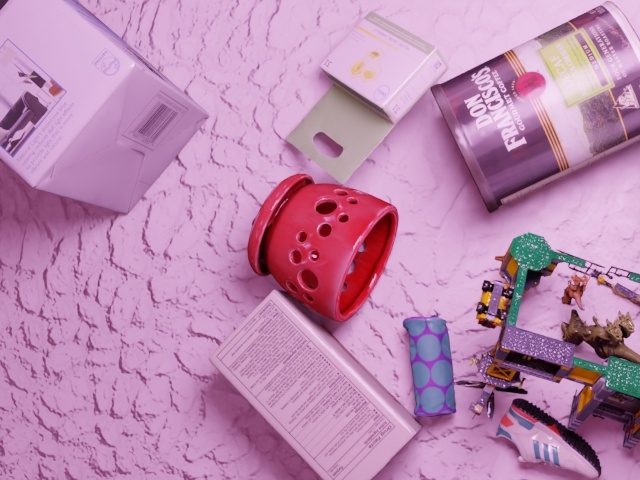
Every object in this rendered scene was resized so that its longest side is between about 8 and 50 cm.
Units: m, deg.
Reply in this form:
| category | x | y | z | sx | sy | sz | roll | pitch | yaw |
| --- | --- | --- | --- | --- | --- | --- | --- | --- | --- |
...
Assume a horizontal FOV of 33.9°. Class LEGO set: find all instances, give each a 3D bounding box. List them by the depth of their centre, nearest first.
| category | x | y | z | sx | sy | sz | roll | pitch | yaw |
| --- | --- | --- | --- | --- | --- | --- | --- | --- | --- |
| LEGO set | 0.365 | 0.152 | 1.500 | 0.331 | 0.192 | 0.255 | 11 | 59 | -1 |

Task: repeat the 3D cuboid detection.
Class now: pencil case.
| category | x | y | z | sx | sy | sz | roll | pitch | yaw |
| --- | --- | --- | --- | --- | --- | --- | --- | --- | --- |
| pencil case | 0.163 | 0.188 | 1.572 | 0.070 | 0.064 | 0.151 | -11 | 83 | 50 |

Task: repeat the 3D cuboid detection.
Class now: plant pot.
| category | x | y | z | sx | sy | sz | roll | pitch | yaw |
| --- | --- | --- | --- | --- | --- | --- | --- | --- | --- |
| plant pot | 0.000 | 0.000 | 1.557 | 0.174 | 0.191 | 0.191 | 28 | 92 | 17 |

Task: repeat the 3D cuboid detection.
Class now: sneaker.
| category | x | y | z | sx | sy | sz | roll | pitch | yaw |
| --- | --- | --- | --- | --- | --- | --- | --- | --- | --- |
| sneaker | 0.331 | 0.305 | 1.540 | 0.161 | 0.057 | 0.075 | 36 | 111 | 11 |

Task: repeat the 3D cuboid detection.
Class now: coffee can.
| category | x | y | z | sx | sy | sz | roll | pitch | yaw |
| --- | --- | --- | --- | --- | --- | --- | --- | --- | --- |
| coffee can | 0.322 | -0.188 | 1.494 | 0.275 | 0.201 | 0.201 | -26 | 81 | 9 |

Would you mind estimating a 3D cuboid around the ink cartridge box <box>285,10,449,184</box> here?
| category | x | y | z | sx | sy | sz | roll | pitch | yaw |
| --- | --- | --- | --- | --- | --- | --- | --- | --- | --- |
| ink cartridge box | 0.056 | -0.218 | 1.576 | 0.235 | 0.056 | 0.171 | -46 | 46 | -2 |

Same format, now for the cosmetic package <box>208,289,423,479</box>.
| category | x | y | z | sx | sy | sz | roll | pitch | yaw |
| --- | --- | --- | --- | --- | --- | --- | --- | --- | --- |
| cosmetic package | -0.005 | 0.228 | 1.573 | 0.153 | 0.129 | 0.296 | -45 | 78 | 5 |

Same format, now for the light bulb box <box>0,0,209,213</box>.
| category | x | y | z | sx | sy | sz | roll | pitch | yaw |
| --- | --- | --- | --- | --- | --- | --- | --- | --- | --- |
| light bulb box | -0.410 | -0.249 | 1.574 | 0.361 | 0.358 | 0.225 | 41 | 93 | 10 |
